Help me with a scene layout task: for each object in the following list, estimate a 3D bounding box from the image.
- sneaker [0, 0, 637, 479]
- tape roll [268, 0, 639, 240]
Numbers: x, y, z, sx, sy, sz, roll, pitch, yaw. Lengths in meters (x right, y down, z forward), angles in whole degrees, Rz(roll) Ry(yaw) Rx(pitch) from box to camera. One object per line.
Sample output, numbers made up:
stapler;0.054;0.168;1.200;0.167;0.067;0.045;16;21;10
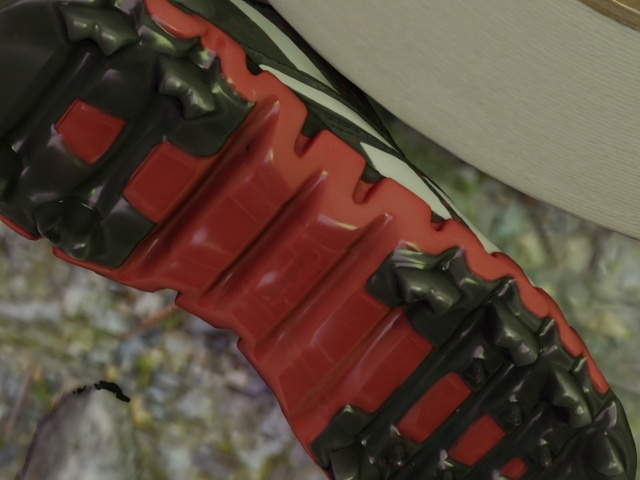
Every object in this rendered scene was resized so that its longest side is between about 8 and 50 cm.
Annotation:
sneaker;0.000;0.000;0.620;0.276;0.135;0.097;40;109;-15
tape roll;0.123;-0.145;0.470;0.392;0.392;0.072;17;52;14
